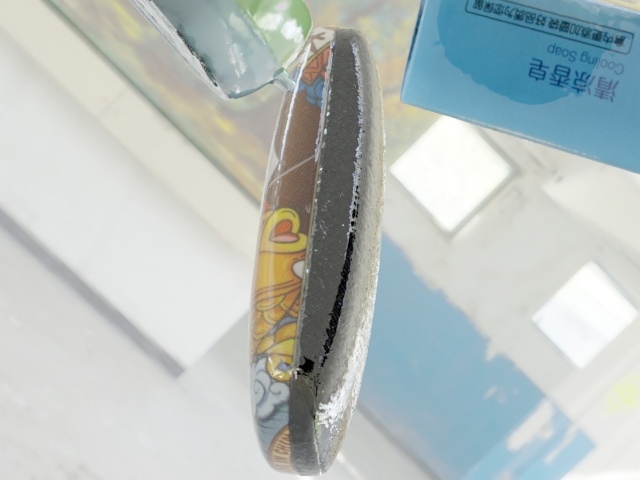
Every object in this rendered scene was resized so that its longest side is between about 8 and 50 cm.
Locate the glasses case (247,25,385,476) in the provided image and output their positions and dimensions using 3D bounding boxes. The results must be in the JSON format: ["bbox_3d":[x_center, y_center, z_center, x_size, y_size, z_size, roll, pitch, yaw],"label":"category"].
[{"bbox_3d":[0.000,0.000,0.936,0.122,0.082,0.321,78,17,-59],"label":"glasses case"}]

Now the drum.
[{"bbox_3d":[-0.036,-0.093,0.499,0.130,0.049,0.253,49,-3,-22],"label":"drum"}]

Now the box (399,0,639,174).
[{"bbox_3d":[0.177,-0.081,0.736,0.232,0.083,0.142,21,14,26],"label":"box"}]
